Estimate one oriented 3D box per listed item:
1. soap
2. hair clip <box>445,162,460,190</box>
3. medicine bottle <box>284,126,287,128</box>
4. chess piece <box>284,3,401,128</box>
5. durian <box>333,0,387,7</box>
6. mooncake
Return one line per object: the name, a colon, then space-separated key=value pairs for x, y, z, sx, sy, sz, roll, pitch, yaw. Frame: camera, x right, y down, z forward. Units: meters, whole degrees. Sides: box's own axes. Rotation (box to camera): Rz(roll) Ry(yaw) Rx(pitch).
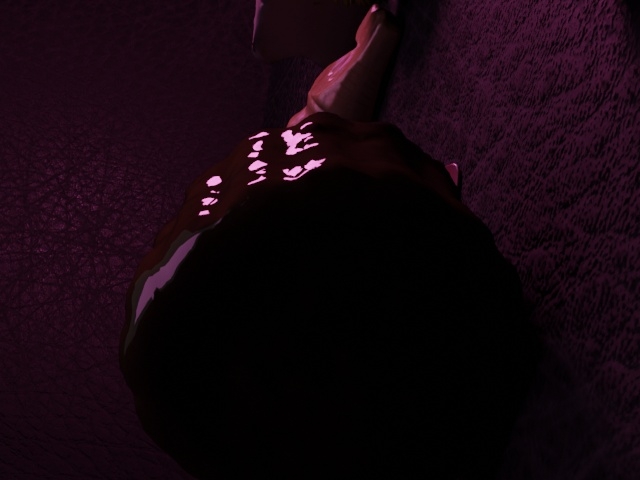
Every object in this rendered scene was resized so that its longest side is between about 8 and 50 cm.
soap: x=0.007 y=-0.570 z=1.738 sx=0.350 sy=0.212 sz=0.435 roll=114 pitch=163 yaw=-50
hair clip: x=0.124 y=-0.042 z=1.055 sx=0.137 sy=0.022 sz=0.054 roll=125 pitch=157 yaw=-68
medicine bottle: x=-0.068 y=-0.155 z=1.746 sx=0.111 sy=0.076 sz=0.309 roll=-38 pitch=9 yaw=48
chess piece: x=0.043 y=-0.237 z=1.508 sx=0.301 sy=0.137 sz=0.137 roll=-58 pitch=20 yaw=31
durian: x=0.046 y=-0.484 z=1.363 sx=0.291 sy=0.224 sz=0.291 roll=-176 pitch=90 yaw=-80
mooncake: x=0.002 y=0.064 z=0.791 sx=0.187 sy=0.323 sz=0.324 roll=-94 pitch=17 yaw=-65
